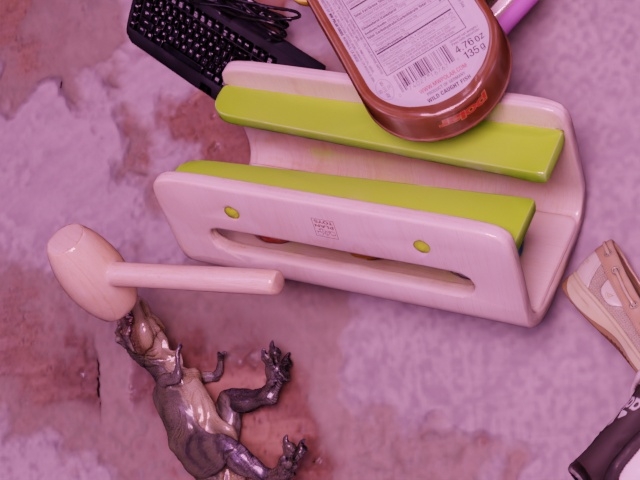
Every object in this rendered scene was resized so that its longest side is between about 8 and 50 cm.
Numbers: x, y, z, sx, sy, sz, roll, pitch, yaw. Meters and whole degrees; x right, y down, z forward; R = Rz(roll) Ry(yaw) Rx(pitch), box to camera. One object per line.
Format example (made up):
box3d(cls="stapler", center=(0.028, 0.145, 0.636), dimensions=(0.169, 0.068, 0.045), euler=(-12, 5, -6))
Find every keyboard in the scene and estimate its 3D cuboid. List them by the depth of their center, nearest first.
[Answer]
box3d(cls="keyboard", center=(-0.083, -0.158, 1.111), dimensions=(0.192, 0.038, 0.100), euler=(34, 117, 25))

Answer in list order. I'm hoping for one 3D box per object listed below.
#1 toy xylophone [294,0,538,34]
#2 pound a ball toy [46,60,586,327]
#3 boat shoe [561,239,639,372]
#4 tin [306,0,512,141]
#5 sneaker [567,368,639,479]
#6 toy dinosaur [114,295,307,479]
box3d(cls="toy xylophone", center=(0.052, -0.263, 1.059), dimensions=(0.322, 0.081, 0.236), euler=(38, 97, 25))
box3d(cls="pound a ball toy", center=(0.000, 0.000, 0.990), dimensions=(0.319, 0.136, 0.208), euler=(9, 54, 27))
box3d(cls="boat shoe", center=(0.226, 0.065, 0.938), dimensions=(0.048, 0.056, 0.153), euler=(-49, 58, 14))
box3d(cls="tin", center=(0.056, -0.152, 0.953), dimensions=(0.106, 0.040, 0.190), euler=(-29, 60, 3))
box3d(cls="sneaker", center=(0.246, 0.033, 0.828), dimensions=(0.257, 0.169, 0.447), euler=(-20, 72, -1))
box3d(cls="toy dinosaur", center=(-0.069, 0.148, 1.058), dimensions=(0.118, 0.064, 0.268), euler=(-30, 72, 24))
